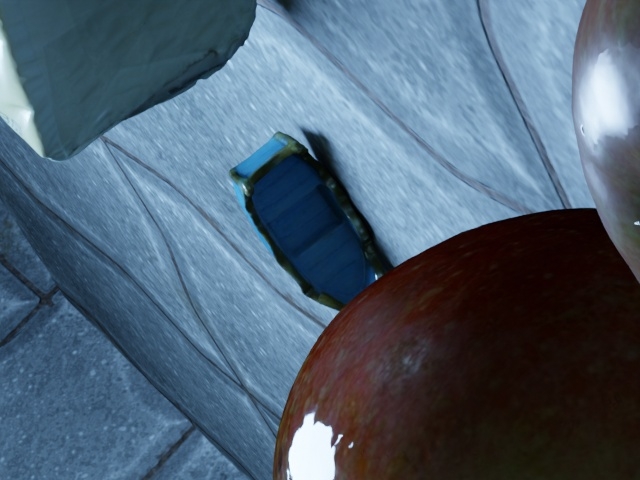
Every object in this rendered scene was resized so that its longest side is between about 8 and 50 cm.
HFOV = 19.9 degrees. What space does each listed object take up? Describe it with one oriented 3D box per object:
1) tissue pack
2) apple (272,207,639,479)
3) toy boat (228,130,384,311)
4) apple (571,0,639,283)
[{"bbox_3d":[-0.247,-0.296,1.190,0.405,0.205,0.331,44,161,23],"label":"tissue pack"},{"bbox_3d":[0.153,0.141,0.877,0.348,0.277,0.348,48,164,19],"label":"apple"},{"bbox_3d":[0.000,0.000,1.434,0.185,0.075,0.077,57,174,-34],"label":"toy boat"},{"bbox_3d":[0.173,-0.046,0.537,0.188,0.174,0.188,44,164,16],"label":"apple"}]
